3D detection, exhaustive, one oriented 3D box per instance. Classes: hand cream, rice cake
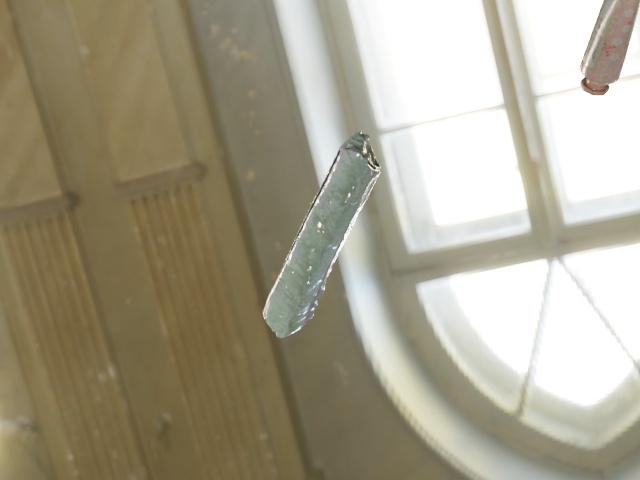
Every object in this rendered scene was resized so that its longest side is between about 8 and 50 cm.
[{"bbox_3d":[0.301,-0.237,1.277,0.043,0.210,0.067,6,-136,-3],"label":"hand cream"},{"bbox_3d":[0.000,0.000,0.885,0.033,0.033,0.207,-36,161,-37],"label":"rice cake"}]
